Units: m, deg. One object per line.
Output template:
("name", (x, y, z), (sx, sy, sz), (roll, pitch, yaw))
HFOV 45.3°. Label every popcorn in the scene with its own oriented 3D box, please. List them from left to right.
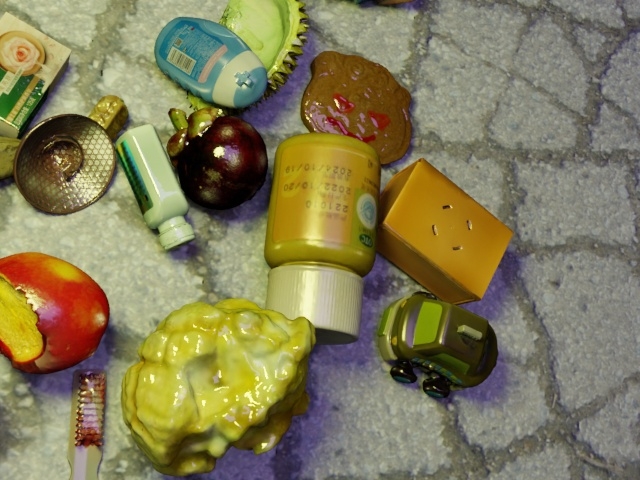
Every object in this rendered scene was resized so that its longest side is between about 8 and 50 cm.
("popcorn", (-0.180, 0.249, 1.341), (0.334, 0.292, 0.294), (-7, 88, -19))

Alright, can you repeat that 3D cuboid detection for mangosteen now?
("mangosteen", (-0.210, -0.168, 1.478), (0.230, 0.194, 0.194), (42, 64, -12))

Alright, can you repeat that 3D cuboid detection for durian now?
("durian", (-0.142, -0.396, 1.597), (0.198, 0.163, 0.394), (33, 72, -11))

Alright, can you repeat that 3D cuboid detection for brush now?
("brush", (-0.406, 0.385, 1.330), (0.060, 0.050, 0.321), (7, 75, -27))

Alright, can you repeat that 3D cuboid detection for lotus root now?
("lotus root", (-0.600, -0.137, 1.354), (0.179, 0.089, 0.081), (-16, 125, -31))

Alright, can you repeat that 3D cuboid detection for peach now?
("peach", (-0.477, 0.120, 1.285), (0.226, 0.190, 0.196), (24, 77, -25))

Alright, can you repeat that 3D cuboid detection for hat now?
("hat", (-0.484, -0.151, 1.417), (0.193, 0.082, 0.193), (-23, 128, -34))

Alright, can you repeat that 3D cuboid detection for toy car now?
("toy car", (0.266, 0.209, 1.598), (0.248, 0.198, 0.204), (26, 67, -18))

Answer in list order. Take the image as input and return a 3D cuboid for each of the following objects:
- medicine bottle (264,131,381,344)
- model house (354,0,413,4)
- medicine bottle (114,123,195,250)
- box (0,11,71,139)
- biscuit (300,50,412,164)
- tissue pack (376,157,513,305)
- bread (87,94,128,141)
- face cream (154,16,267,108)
("medicine bottle", (0.000, 0.000, 1.515), (0.224, 0.224, 0.384), (13, 71, -21))
("model house", (0.178, -0.689, 1.777), (0.329, 0.251, 0.295), (18, 69, -26))
("medicine bottle", (-0.311, -0.095, 1.454), (0.083, 0.121, 0.229), (-21, 87, -28))
("box", (-0.569, -0.299, 1.414), (0.135, 0.081, 0.199), (29, 65, -16))
("biscuit", (0.090, -0.298, 1.735), (0.273, 0.049, 0.257), (19, 69, -21))
("tissue pack", (0.250, -0.009, 1.680), (0.274, 0.145, 0.194), (38, 63, -11))
("bread", (-0.413, -0.231, 1.478), (0.066, 0.060, 0.110), (39, 60, -26))
("face cream", (-0.209, -0.348, 1.511), (0.264, 0.083, 0.149), (36, 88, 27))
